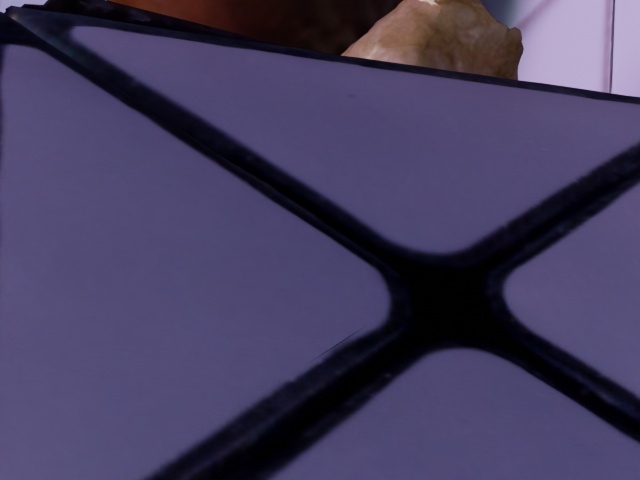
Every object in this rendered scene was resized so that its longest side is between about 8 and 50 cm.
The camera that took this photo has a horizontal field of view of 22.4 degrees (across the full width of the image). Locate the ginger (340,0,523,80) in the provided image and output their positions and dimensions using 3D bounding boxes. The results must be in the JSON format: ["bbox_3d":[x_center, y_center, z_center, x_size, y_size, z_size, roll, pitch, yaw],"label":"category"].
[{"bbox_3d":[0.016,0.060,0.781,0.348,0.122,0.363,48,-123,-76],"label":"ginger"}]

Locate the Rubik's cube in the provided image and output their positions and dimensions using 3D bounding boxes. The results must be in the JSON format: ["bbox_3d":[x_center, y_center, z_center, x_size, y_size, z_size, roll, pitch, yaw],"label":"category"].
[{"bbox_3d":[-0.002,0.130,0.542,0.310,0.307,0.305,-99,21,-52],"label":"Rubik's cube"}]

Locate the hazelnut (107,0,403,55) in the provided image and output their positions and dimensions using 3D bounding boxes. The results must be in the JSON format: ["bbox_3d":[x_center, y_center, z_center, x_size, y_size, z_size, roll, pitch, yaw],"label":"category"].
[{"bbox_3d":[-0.012,-0.183,0.951,0.251,0.217,0.217,-6,-72,-59],"label":"hazelnut"}]
